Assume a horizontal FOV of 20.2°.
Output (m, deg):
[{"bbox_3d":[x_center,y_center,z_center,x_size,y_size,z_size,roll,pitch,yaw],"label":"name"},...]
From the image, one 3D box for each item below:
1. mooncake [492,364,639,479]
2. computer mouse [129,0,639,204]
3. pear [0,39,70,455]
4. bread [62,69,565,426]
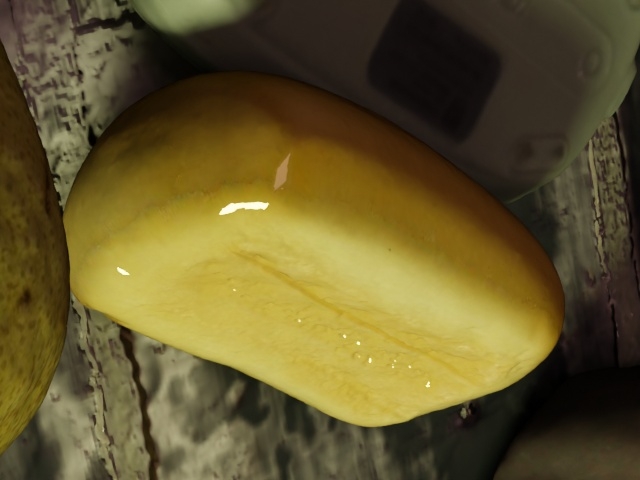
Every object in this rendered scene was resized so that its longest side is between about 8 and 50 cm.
[{"bbox_3d":[0.187,0.179,0.938,0.245,0.133,0.245,2,87,-46],"label":"mooncake"},{"bbox_3d":[0.030,-0.135,0.800,0.331,0.095,0.197,34,88,-46],"label":"computer mouse"},{"bbox_3d":[-0.192,0.004,0.558,0.211,0.188,0.228,-28,113,-38],"label":"pear"},{"bbox_3d":[0.000,0.000,0.759,0.217,0.147,0.098,29,51,-42],"label":"bread"}]
